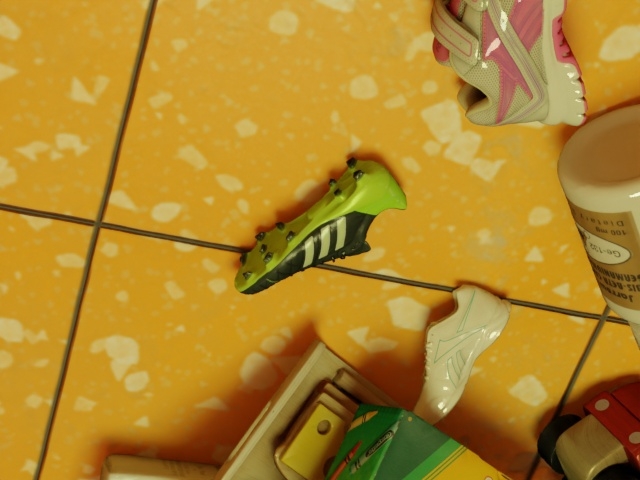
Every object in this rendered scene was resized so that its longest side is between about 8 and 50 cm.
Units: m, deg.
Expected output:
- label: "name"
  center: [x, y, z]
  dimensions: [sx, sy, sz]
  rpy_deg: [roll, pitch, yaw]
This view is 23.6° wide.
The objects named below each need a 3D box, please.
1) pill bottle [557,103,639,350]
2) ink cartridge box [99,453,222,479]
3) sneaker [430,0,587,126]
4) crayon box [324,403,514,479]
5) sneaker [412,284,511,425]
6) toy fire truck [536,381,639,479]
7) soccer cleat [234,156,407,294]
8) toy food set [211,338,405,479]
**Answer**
- label: "pill bottle"
  center: [0.305, 0.003, 1.377]
  dimensions: [0.131, 0.131, 0.229]
  rpy_deg: [-21, 123, 8]
- label: "ink cartridge box"
  center: [-0.049, 0.392, 1.547]
  dimensions: [0.384, 0.091, 0.308]
  rpy_deg: [8, 95, -9]
- label: "sneaker"
  center: [0.141, -0.187, 1.250]
  dimensions: [0.111, 0.103, 0.252]
  rpy_deg: [-17, 123, 3]
- label: "crayon box"
  center: [0.121, 0.291, 1.450]
  dimensions: [0.278, 0.081, 0.165]
  rpy_deg: [35, 71, -27]
- label: "sneaker"
  center: [0.120, 0.110, 1.466]
  dimensions: [0.061, 0.053, 0.152]
  rpy_deg: [30, 91, -9]
- label: "toy fire truck"
  center: [0.379, 0.232, 1.547]
  dimensions: [0.246, 0.158, 0.217]
  rpy_deg: [-33, 128, -8]
- label: "soccer cleat"
  center: [0.000, 0.000, 1.387]
  dimensions: [0.179, 0.060, 0.072]
  rpy_deg: [-39, 121, 15]
- label: "toy food set"
  center: [0.039, 0.262, 1.487]
  dimensions: [0.306, 0.092, 0.220]
  rpy_deg: [39, 82, -27]
